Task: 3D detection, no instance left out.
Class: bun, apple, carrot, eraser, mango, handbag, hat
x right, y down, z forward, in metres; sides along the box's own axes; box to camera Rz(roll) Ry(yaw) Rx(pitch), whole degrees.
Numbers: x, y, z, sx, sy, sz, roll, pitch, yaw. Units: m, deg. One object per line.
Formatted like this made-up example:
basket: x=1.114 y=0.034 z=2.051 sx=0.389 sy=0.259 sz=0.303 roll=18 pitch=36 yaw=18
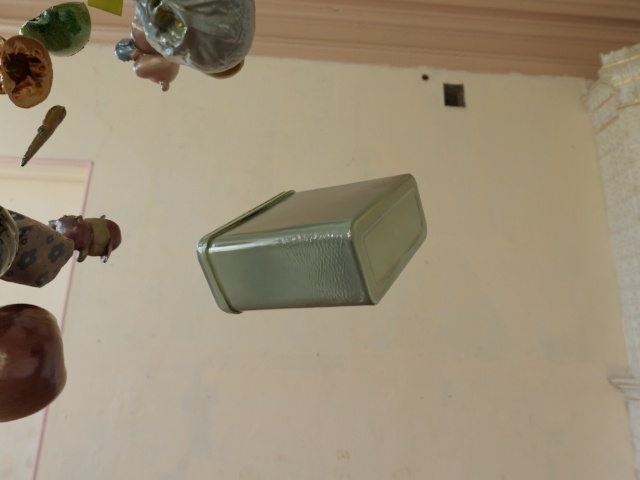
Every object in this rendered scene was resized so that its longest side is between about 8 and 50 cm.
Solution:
bun: x=-0.334 y=-0.599 z=1.101 sx=0.362 sy=0.211 sz=0.361 roll=21 pitch=-45 yaw=22
apple: x=-0.752 y=0.296 z=1.043 sx=0.235 sy=0.305 sz=0.306 roll=-10 pitch=-7 yaw=-33
carrot: x=-0.834 y=-0.317 z=1.303 sx=0.049 sy=0.254 sz=0.049 roll=7 pitch=-32 yaw=4
eraser: x=-0.640 y=-0.754 z=1.302 sx=0.097 sy=0.045 sz=0.122 roll=7 pitch=-58 yaw=-25
mango: x=-0.347 y=-0.602 z=1.419 sx=0.228 sy=0.136 sz=0.099 roll=18 pitch=28 yaw=21
handbag: x=-0.883 y=0.014 z=1.256 sx=0.193 sy=0.190 sz=0.251 roll=30 pitch=-13 yaw=7
hat: x=-1.020 y=-0.533 z=1.351 sx=0.234 sy=0.244 sz=0.233 roll=6 pitch=-7 yaw=0

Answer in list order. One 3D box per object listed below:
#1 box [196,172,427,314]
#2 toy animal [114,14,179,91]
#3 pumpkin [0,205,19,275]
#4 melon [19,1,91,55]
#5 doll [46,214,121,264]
box: x=0.000 y=0.000 z=0.893 sx=0.344 sy=0.177 sz=0.352 roll=-6 pitch=19 yaw=33
toy animal: x=-0.638 y=-0.737 z=1.669 sx=0.230 sy=0.209 sz=0.221 roll=27 pitch=-57 yaw=-37
pumpkin: x=-0.829 y=0.027 z=0.949 sx=0.296 sy=0.295 sz=0.296 roll=1 pitch=-15 yaw=0
melon: x=-0.963 y=-0.759 z=1.592 sx=0.265 sy=0.129 sz=0.169 roll=-31 pitch=19 yaw=2
doll: x=-0.871 y=-0.008 z=1.629 sx=0.152 sy=0.196 sz=0.256 roll=1 pitch=-3 yaw=22
